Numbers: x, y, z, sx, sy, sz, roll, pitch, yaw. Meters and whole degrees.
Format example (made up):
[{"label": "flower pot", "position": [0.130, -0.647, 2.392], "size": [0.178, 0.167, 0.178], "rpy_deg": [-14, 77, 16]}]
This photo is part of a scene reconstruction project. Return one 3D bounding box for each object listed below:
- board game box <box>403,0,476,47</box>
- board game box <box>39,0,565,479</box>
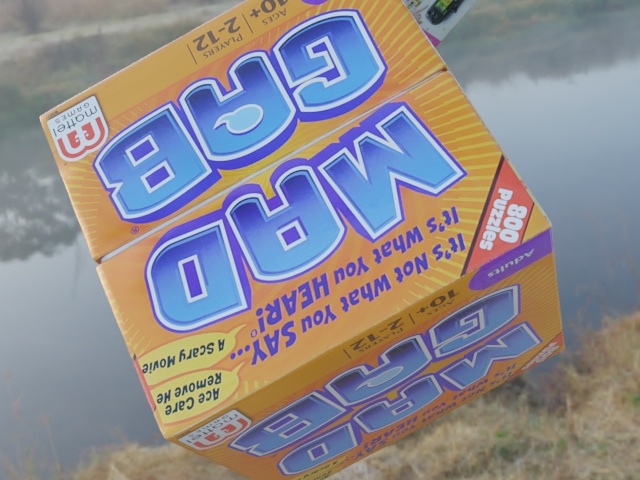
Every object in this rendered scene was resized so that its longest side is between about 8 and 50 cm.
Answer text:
[{"label": "board game box", "position": [0.088, -0.417, 1.461], "size": [0.303, 0.224, 0.097], "rpy_deg": [26, 27, -33]}, {"label": "board game box", "position": [0.000, 0.000, 1.001], "size": [0.356, 0.356, 0.356], "rpy_deg": [-29, -27, 2]}]
